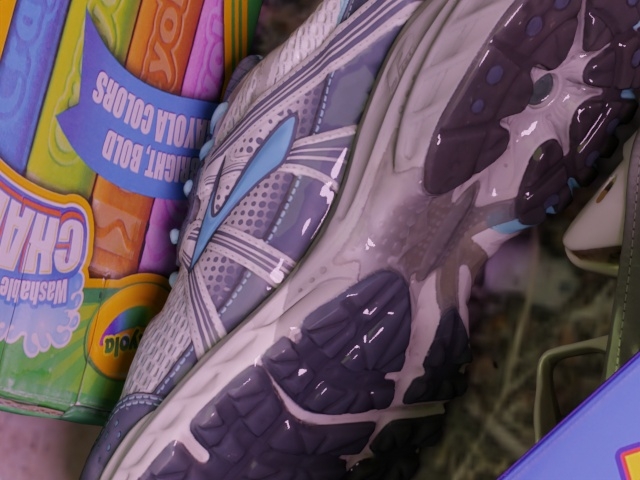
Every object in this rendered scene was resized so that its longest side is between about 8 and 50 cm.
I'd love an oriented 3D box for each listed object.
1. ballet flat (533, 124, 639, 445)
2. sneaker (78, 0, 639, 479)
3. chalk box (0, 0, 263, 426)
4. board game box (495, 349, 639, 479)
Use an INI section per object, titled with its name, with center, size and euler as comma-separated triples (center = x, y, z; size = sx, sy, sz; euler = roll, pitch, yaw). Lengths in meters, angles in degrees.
[ballet flat]
center = 0.106, 0.024, 0.528
size = 0.068, 0.072, 0.213
euler = 6, 84, 32
[sneaker]
center = 0.000, 0.000, 0.583
size = 0.283, 0.110, 0.122
euler = -53, 46, 6
[chalk box]
center = -0.156, -0.031, 0.598
size = 0.180, 0.179, 0.289
euler = 12, 83, 26
[board game box]
center = 0.196, 0.085, 0.424
size = 0.347, 0.078, 0.233
euler = -43, 79, 10
